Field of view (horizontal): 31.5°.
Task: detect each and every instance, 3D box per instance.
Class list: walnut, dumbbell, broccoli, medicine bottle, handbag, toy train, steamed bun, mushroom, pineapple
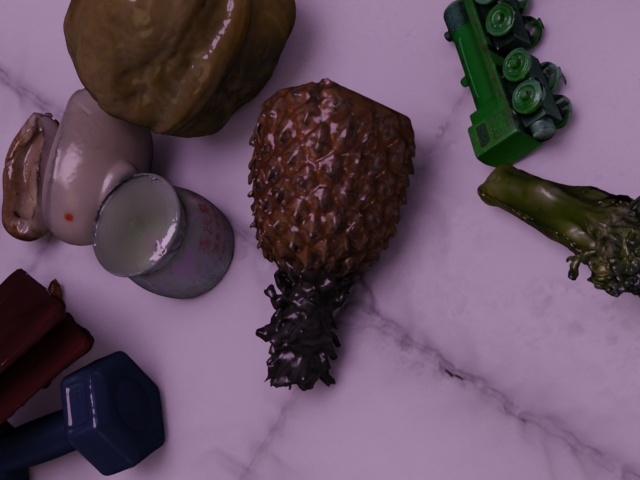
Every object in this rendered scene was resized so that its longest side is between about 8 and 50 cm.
[{"bbox_3d":[-0.187,-0.278,1.506,0.277,0.282,0.253,-47,23,28],"label":"walnut"},{"bbox_3d":[-0.368,0.265,1.508,0.316,0.156,0.143,-23,93,23],"label":"dumbbell"},{"bbox_3d":[0.295,-0.025,1.231,0.304,0.165,0.145,24,93,45],"label":"broccoli"},{"bbox_3d":[-0.208,-0.004,1.505,0.147,0.143,0.147,-10,68,27],"label":"medicine bottle"},{"bbox_3d":[-0.448,0.160,1.506,0.260,0.084,0.275,-44,27,-17],"label":"handbag"},{"bbox_3d":[0.215,-0.212,1.368,0.119,0.085,0.251,-36,54,34],"label":"toy train"},{"bbox_3d":[-0.305,-0.100,1.589,0.131,0.177,0.228,10,63,-1],"label":"steamed bun"},{"bbox_3d":[-0.436,-0.086,1.711,0.094,0.072,0.209,-15,63,24],"label":"mushroom"},{"bbox_3d":[0.000,0.000,1.362,0.202,0.202,0.361,7,88,32],"label":"pineapple"}]

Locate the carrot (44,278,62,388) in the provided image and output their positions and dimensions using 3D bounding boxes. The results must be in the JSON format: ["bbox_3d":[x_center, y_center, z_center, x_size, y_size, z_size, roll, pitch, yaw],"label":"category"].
[{"bbox_3d":[-0.393,0.134,1.633,0.036,0.036,0.165,-9,66,28],"label":"carrot"}]
